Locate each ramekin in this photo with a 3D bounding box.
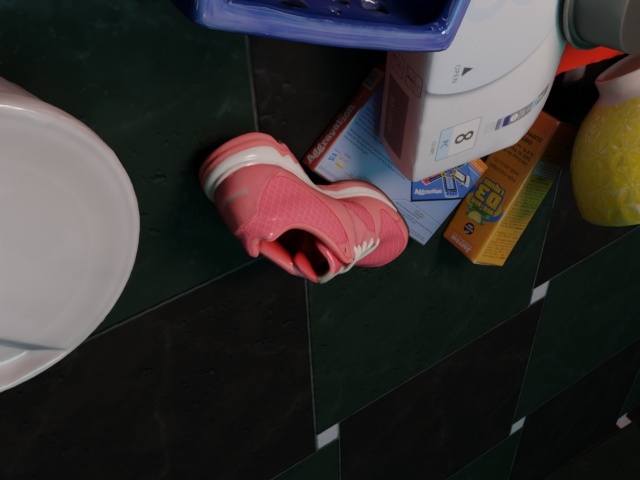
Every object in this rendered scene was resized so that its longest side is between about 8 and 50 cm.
[{"bbox_3d":[-0.290,-0.009,0.562,0.272,0.127,0.273,-25,137,-25],"label":"ramekin"}]

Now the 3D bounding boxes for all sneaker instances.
[{"bbox_3d":[-0.001,0.000,0.807,0.116,0.136,0.313,-40,144,26],"label":"sneaker"}]

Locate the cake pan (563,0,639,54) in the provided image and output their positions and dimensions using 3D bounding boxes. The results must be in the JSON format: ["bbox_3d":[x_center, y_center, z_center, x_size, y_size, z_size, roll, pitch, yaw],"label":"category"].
[{"bbox_3d":[0.348,-0.302,0.689,0.293,0.054,0.293,-35,152,-22],"label":"cake pan"}]

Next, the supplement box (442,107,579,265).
[{"bbox_3d":[0.274,-0.078,1.050,0.080,0.078,0.234,3,121,-43],"label":"supplement box"}]

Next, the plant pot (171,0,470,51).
[{"bbox_3d":[-0.012,-0.283,0.502,0.235,0.212,0.236,-7,128,-37],"label":"plant pot"}]

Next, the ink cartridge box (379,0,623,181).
[{"bbox_3d":[0.253,-0.242,0.745,0.384,0.091,0.308,-20,147,-13],"label":"ink cartridge box"}]

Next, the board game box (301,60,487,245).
[{"bbox_3d":[0.106,-0.097,0.921,0.145,0.027,0.281,-50,141,8],"label":"board game box"}]

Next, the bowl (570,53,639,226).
[{"bbox_3d":[0.430,-0.158,0.907,0.289,0.289,0.156,-34,102,-14],"label":"bowl"}]
